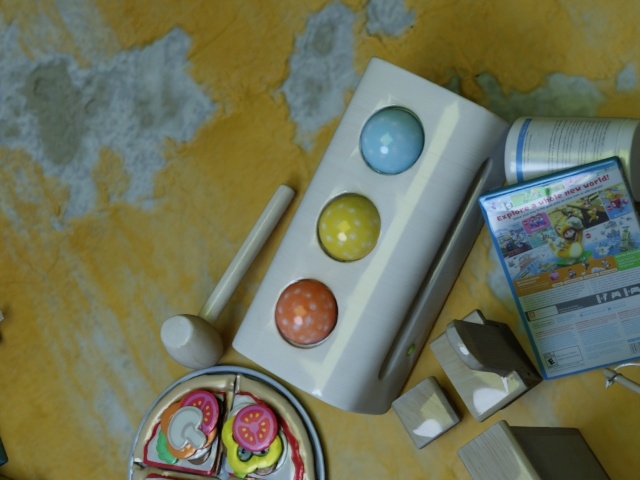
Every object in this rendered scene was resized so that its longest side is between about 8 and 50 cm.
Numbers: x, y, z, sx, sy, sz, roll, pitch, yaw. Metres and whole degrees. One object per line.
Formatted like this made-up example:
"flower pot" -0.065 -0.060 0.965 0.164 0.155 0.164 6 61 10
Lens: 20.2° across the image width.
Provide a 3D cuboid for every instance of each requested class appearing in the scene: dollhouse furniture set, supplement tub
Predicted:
"dollhouse furniture set" 0.058 0.275 1.440 0.355 0.174 0.303 -37 69 17
"supplement tub" 0.210 -0.066 1.462 0.107 0.071 0.071 4 86 27

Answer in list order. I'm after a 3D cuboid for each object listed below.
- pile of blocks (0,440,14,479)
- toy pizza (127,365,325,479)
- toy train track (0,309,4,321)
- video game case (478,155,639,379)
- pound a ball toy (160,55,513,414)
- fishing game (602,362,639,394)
"pile of blocks" -0.418 0.203 1.713 0.362 0.112 0.149 12 90 26
"toy pizza" -0.090 0.212 1.597 0.201 0.032 0.201 -3 83 26
"toy train track" -0.325 0.067 1.740 0.048 0.014 0.083 -32 65 27
"video game case" 0.209 0.024 1.443 0.119 0.015 0.166 -15 104 24
"pound a ball toy" 0.000 0.000 1.516 0.208 0.136 0.319 29 94 26
"fishing game" 0.348 0.033 1.373 0.189 0.041 0.264 22 75 35
